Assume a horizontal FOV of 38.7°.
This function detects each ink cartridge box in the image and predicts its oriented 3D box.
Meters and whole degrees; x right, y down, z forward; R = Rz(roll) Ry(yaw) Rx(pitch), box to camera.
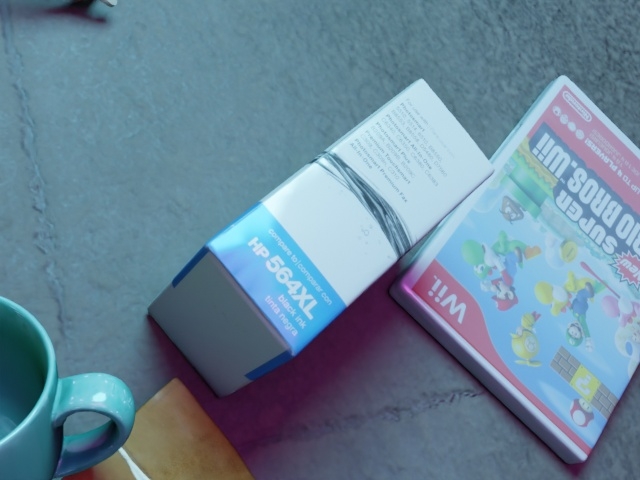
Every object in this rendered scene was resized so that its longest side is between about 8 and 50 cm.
[{"bbox_3d":[0.000,0.000,0.612,0.203,0.148,0.086,-39,89,-30],"label":"ink cartridge box"}]

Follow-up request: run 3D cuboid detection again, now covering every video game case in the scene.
[{"bbox_3d":[0.208,0.013,0.774,0.204,0.025,0.285,44,61,-5],"label":"video game case"}]

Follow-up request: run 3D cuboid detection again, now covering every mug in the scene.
[{"bbox_3d":[-0.196,0.109,0.492,0.158,0.097,0.129,25,43,18],"label":"mug"}]

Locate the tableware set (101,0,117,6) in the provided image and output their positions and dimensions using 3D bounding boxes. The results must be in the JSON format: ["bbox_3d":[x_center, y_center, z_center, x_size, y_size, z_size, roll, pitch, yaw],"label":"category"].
[{"bbox_3d":[-0.199,-0.258,0.617,0.194,0.039,0.128,26,50,-49],"label":"tableware set"}]

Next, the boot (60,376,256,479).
[{"bbox_3d":[-0.012,0.203,0.585,0.280,0.096,0.264,44,51,12],"label":"boot"}]
